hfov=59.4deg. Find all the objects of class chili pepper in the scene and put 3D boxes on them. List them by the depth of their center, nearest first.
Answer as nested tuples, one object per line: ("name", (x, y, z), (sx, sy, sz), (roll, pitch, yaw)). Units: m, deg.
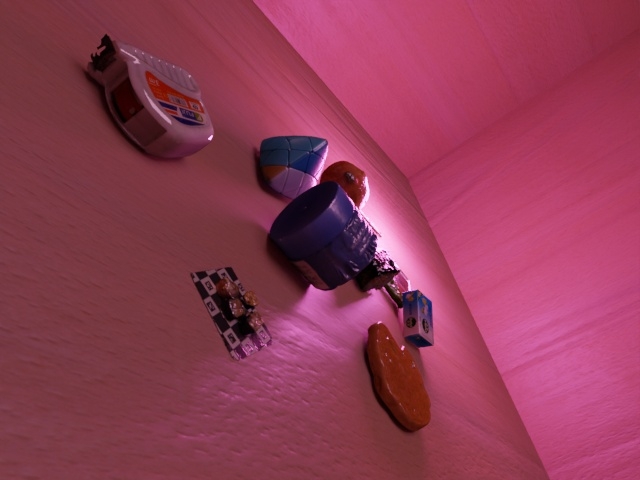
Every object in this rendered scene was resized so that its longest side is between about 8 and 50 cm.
("chili pepper", (0.254, 0.115, 2.294), (0.359, 0.076, 0.085), (63, 14, -3))

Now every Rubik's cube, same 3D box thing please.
("Rubik's cube", (-0.134, -0.257, 1.841), (0.254, 0.254, 0.254), (48, 20, -25))

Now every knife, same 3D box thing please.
("knife", (0.217, -0.104, 2.648), (0.293, 0.020, 0.043), (45, 20, -34))

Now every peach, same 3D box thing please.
("peach", (0.100, -0.217, 2.234), (0.232, 0.233, 0.232), (48, 20, -25))

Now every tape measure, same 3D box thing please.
("tape measure", (-0.388, -0.321, 1.322), (0.258, 0.130, 0.265), (2, 63, -65))

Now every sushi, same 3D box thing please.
("sushi", (-0.174, 0.144, 1.226), (0.210, 0.040, 0.193), (60, 19, 9))
("sushi", (0.203, 0.108, 2.088), (0.225, 0.136, 0.126), (12, 39, -58))

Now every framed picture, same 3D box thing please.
("framed picture", (0.356, 0.182, 2.535), (0.216, 0.016, 0.273), (50, 20, -21))

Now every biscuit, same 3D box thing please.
("biscuit", (0.246, 0.435, 1.780), (0.312, 0.057, 0.351), (39, 27, -43))

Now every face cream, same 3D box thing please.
("face cream", (0.014, -0.012, 1.627), (0.225, 0.249, 0.249), (51, 19, -25))

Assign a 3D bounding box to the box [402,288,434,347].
("box", (0.389, 0.311, 2.234), (0.139, 0.073, 0.194), (39, 44, -44))
